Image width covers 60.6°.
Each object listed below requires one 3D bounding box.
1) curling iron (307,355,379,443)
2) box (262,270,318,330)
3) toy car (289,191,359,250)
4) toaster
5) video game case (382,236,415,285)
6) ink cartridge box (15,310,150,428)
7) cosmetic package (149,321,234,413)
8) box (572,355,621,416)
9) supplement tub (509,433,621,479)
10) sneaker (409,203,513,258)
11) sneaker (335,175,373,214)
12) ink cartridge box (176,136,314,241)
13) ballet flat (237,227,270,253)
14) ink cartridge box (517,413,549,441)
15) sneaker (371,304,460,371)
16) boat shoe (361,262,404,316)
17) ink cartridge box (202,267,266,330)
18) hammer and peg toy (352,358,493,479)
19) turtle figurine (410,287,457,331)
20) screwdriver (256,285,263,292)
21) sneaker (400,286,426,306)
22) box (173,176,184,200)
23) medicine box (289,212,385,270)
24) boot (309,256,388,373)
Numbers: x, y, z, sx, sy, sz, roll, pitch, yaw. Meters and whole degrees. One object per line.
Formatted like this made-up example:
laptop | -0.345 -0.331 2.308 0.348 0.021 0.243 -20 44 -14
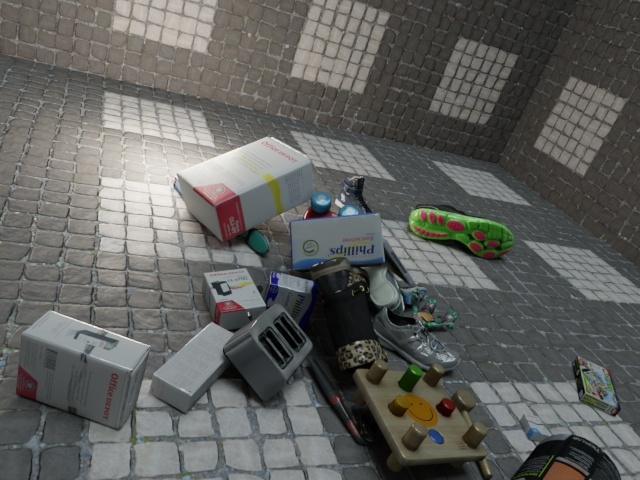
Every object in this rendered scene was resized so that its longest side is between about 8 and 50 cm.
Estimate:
curling iron | 0.045 0.381 1.318 0.068 0.035 0.274 0 33 -43
box | -0.089 0.169 1.527 0.137 0.126 0.072 15 25 -10
toy car | 0.000 0.000 1.900 0.210 0.219 0.238 27 56 13
toaster | -0.124 0.254 1.288 0.185 0.110 0.168 52 28 -1
video game case | 0.235 0.052 1.903 0.193 0.023 0.212 55 -4 -18
ink cartridge box | -0.461 0.252 1.069 0.218 0.158 0.092 21 25 1
cosmetic package | -0.275 0.284 1.250 0.099 0.060 0.239 24 26 12
box | 0.875 0.460 1.743 0.114 0.036 0.207 24 26 8
supplement tub | 0.481 0.548 1.121 0.194 0.193 0.316 36 31 30
sneaker | 0.632 -0.069 2.430 0.483 0.185 0.202 19 30 -4
sneaker | 0.175 -0.181 2.350 0.226 0.163 0.086 35 28 26
ink cartridge box | -0.251 -0.189 1.891 0.385 0.160 0.279 -28 42 -26
ballet flat | -0.229 -0.015 1.865 0.188 0.070 0.070 37 31 25
ink cartridge box | 0.569 0.496 1.468 0.048 0.028 0.083 15 26 -11
sneaker | 0.275 0.283 1.574 0.281 0.115 0.105 23 26 7
boat shoe | 0.202 0.162 1.819 0.099 0.116 0.319 58 5 -24
ink cartridge box | -0.238 0.158 1.487 0.128 0.072 0.175 -6 36 -26
hammer and peg toy | 0.273 0.409 1.279 0.361 0.127 0.266 12 28 -31
turtle figurine | 0.336 0.234 1.714 0.175 0.118 0.234 50 21 22
screwdriver | -0.215 0.168 1.562 0.025 0.024 0.170 -1 18 26
sneaker | 0.311 0.192 1.852 0.063 0.073 0.162 -2 -4 32
box | -0.417 -0.183 2.071 0.233 0.044 0.159 -2 33 -37
medicine box | 0.053 0.014 1.676 0.264 0.149 0.289 -5 -6 3
boot | 0.091 0.213 1.497 0.377 0.138 0.284 50 22 -70
